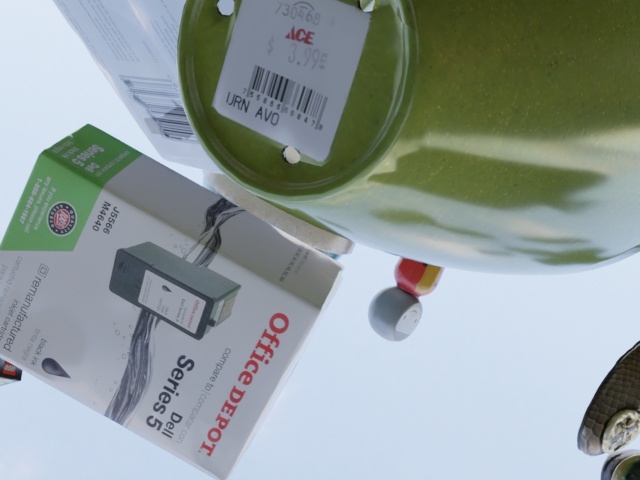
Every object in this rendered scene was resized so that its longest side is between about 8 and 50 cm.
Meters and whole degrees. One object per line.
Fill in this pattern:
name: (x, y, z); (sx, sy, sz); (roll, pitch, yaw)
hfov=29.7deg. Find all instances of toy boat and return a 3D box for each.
toy boat: (0.000, 0.000, 1.408); (0.318, 0.148, 0.267); (26, -171, -15)

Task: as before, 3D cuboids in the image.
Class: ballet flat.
ballet flat: (0.322, 0.115, 1.095); (0.250, 0.084, 0.058); (-35, -128, -30)

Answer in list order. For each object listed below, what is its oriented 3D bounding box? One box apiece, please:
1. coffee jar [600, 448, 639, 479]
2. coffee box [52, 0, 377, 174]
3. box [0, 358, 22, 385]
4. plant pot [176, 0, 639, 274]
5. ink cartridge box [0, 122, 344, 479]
coffee jar: (0.406, 0.316, 1.418); (0.079, 0.096, 0.184); (-8, -166, -23)
coffee box: (-0.030, -0.283, 1.162); (0.338, 0.338, 0.334); (14, -125, 45)
box: (-0.427, 0.131, 1.528); (0.036, 0.207, 0.114); (16, -110, -33)
plant pot: (0.065, -0.097, 0.672); (0.275, 0.275, 0.293); (43, -154, 21)
ink cartridge box: (-0.145, 0.054, 1.069); (0.272, 0.198, 0.115); (29, -159, 2)
